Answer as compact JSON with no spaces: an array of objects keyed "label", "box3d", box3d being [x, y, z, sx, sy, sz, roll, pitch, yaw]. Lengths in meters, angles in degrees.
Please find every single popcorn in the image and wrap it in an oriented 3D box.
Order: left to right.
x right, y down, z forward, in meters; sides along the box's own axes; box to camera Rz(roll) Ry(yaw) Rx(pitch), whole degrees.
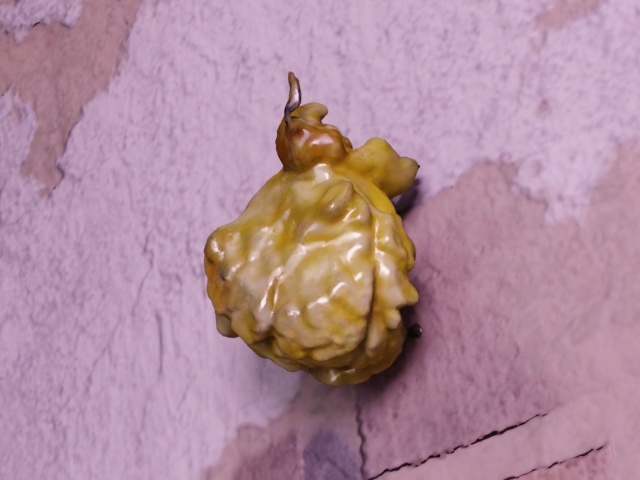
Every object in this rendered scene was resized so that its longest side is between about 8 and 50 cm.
[{"label":"popcorn","box3d":[0.005,0.002,1.247,0.168,0.173,0.195,12,75,59]}]
